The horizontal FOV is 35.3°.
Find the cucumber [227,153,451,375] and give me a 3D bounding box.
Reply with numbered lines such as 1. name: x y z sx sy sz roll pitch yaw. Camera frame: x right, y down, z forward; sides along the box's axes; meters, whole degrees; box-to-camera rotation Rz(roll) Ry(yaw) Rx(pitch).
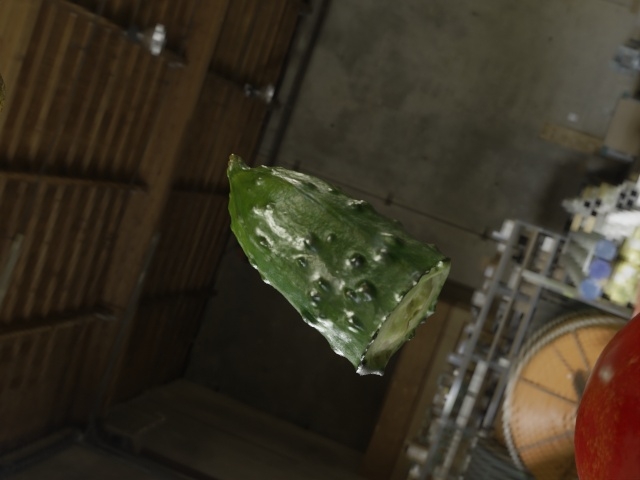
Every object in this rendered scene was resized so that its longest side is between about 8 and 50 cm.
1. cucumber: -0.002 0.002 0.928 0.134 0.244 0.134 -42 -21 -20

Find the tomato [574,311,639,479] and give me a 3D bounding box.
1. tomato: 0.382 0.184 0.840 0.325 0.290 0.293 -30 22 20

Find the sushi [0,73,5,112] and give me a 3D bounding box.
1. sushi: -0.437 -0.167 1.031 0.274 0.184 0.139 24 -132 -71
